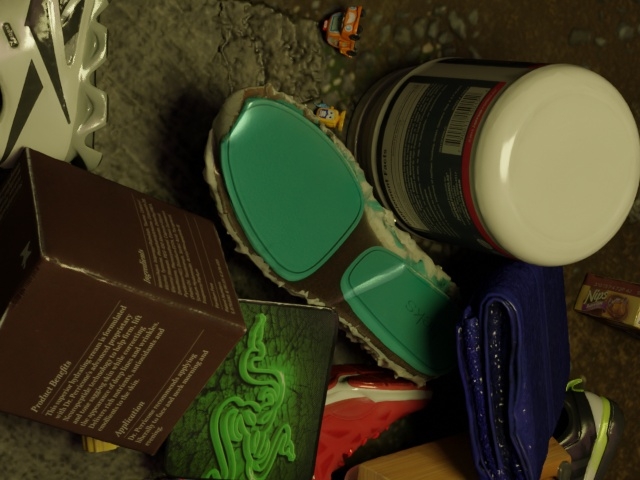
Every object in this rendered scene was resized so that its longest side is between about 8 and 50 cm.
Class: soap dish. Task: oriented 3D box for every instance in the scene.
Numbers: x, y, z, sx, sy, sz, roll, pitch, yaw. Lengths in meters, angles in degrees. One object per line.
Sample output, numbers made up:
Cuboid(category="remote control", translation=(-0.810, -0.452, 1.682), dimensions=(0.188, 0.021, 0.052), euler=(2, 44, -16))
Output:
Cuboid(category="soap dish", translation=(0.147, 0.324, 1.595), dimensions=(0.291, 0.118, 0.229), euler=(-7, 106, -45))

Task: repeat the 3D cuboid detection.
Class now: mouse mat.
Cuboid(category="mouse mat", translation=(-0.067, 0.148, 1.458), dimensions=(0.153, 0.007, 0.189), euler=(6, 105, -13))

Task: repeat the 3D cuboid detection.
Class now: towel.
Cuboid(category="towel", translation=(0.202, 0.114, 1.573), dimensions=(0.308, 0.076, 0.227), euler=(-46, 132, -66))

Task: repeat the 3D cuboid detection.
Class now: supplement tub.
Cuboid(category="supplement tub", translation=(0.165, -0.084, 1.496), dimensions=(0.191, 0.272, 0.191), euler=(-5, 100, -29))

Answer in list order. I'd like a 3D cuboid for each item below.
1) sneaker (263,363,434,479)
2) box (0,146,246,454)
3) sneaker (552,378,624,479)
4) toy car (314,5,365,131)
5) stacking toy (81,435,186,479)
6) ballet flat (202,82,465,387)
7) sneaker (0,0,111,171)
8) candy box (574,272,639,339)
Cuboid(category="sneaker", translation=(0.019, 0.201, 1.564), dimensions=(0.221, 0.087, 0.128), euler=(1, 100, -34))
Cuboid(category="box", translation=(-0.203, 0.056, 1.335), dimensions=(0.203, 0.167, 0.168), euler=(23, 118, -30))
Cuboid(category="sneaker", translation=(0.266, 0.274, 1.736), dimensions=(0.097, 0.084, 0.234), euler=(23, 84, -9))
Cuboid(category="toy car", translation=(0.015, -0.177, 1.524), dimensions=(0.041, 0.060, 0.122), euler=(12, 84, 1))
Cuboid(category="stacking toy", translation=(-0.126, 0.242, 1.508), dimensions=(0.221, 0.052, 0.167), euler=(-13, 104, -28))
Cuboid(category="ballet flat", translation=(0.000, 0.000, 1.492), dimensions=(0.147, 0.147, 0.409), euler=(-50, 125, -14))
Cuboid(category="sneaker", translation=(-0.264, -0.222, 1.316), dimensions=(0.146, 0.122, 0.330), euler=(-3, 99, -31))
Cuboid(category="candy box", translation=(0.401, 0.098, 1.755), dimensions=(0.187, 0.109, 0.053), euler=(25, 84, -30))
